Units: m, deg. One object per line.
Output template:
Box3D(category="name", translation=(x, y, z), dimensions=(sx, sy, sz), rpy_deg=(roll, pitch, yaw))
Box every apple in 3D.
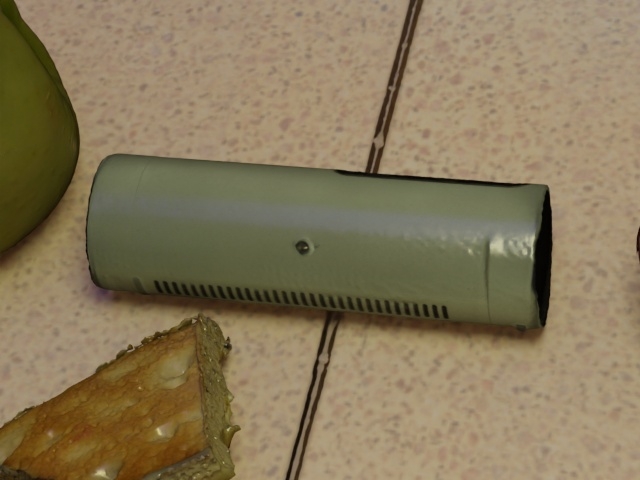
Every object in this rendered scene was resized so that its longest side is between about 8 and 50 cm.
Box3D(category="apple", translation=(-0.318, -0.095, 1.520), dimensions=(0.279, 0.279, 0.279), rpy_deg=(-5, 53, 7))

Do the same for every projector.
Box3D(category="projector", translation=(0.000, 0.000, 1.463), dimensions=(0.338, 0.108, 0.108), rpy_deg=(5, 55, 13))

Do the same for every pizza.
Box3D(category="pizza", translation=(-0.143, 0.155, 1.401), dimensions=(0.204, 0.080, 0.188), rpy_deg=(-26, 30, 3))

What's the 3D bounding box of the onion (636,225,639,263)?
Box3D(category="onion", translation=(0.292, 0.030, 1.380), dimensions=(0.184, 0.147, 0.184), rpy_deg=(22, 23, -10))
